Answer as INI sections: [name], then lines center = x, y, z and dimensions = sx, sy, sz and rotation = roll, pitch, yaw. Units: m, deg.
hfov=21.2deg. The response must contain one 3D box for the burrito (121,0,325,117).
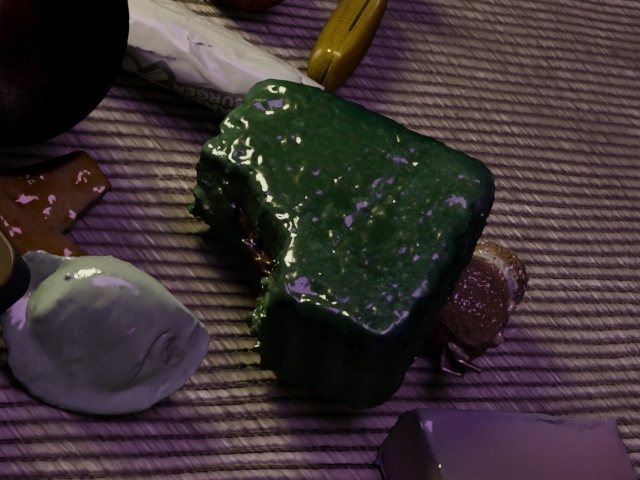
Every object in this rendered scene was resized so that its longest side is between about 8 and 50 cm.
[burrito]
center = -0.197, -0.239, 2.016
dimensions = 0.445, 0.101, 0.139
rotation = 25, 22, -13

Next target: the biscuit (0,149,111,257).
[biscuit]
center = -0.272, -0.012, 1.807
dimensions = 0.174, 0.039, 0.183
rotation = -15, 63, -45

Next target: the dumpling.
[dumpling]
center = -0.221, 0.087, 1.708
dimensions = 0.219, 0.152, 0.108
rotation = 26, 14, -14

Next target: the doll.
[doll]
center = 0.167, 0.083, 1.980
dimensions = 0.115, 0.105, 0.221
rotation = 53, 42, -21

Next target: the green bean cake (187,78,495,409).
[green bean cake]
center = 0.000, 0.000, 1.866
dimensions = 0.308, 0.169, 0.300
rotation = 27, 54, 10

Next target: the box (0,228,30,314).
[box]
center = -0.382, 0.004, 1.628
dimensions = 0.144, 0.090, 0.201
rotation = -41, 76, -5

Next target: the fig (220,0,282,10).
[fig]
center = -0.095, -0.382, 2.182
dimensions = 0.149, 0.202, 0.148
rotation = -34, 58, -12

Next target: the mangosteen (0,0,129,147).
[mangosteen]
center = -0.371, -0.231, 1.770
dimensions = 0.347, 0.307, 0.307
rotation = -28, 69, -16

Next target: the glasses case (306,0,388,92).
[glasses case]
center = 0.038, -0.273, 2.236
dimensions = 0.064, 0.079, 0.234
rotation = 29, 41, 0

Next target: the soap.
[soap]
center = 0.227, 0.322, 1.801
dimensions = 0.285, 0.107, 0.296
rotation = 9, 47, -29
